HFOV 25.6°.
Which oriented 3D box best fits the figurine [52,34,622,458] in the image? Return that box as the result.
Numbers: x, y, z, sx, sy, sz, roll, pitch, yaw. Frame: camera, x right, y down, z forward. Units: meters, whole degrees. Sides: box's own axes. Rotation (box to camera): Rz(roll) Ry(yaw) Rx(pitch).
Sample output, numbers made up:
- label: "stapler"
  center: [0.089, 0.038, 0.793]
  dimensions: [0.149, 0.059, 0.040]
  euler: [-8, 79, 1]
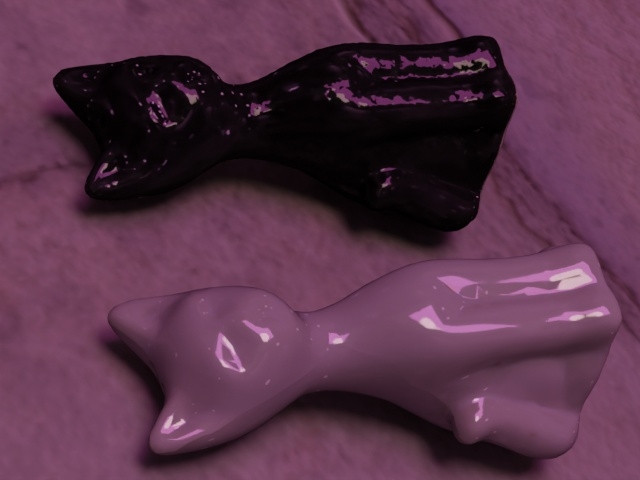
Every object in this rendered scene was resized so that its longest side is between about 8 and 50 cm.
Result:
- label: "figurine"
  center: [0.000, 0.000, 0.622]
  dimensions: [0.210, 0.092, 0.214]
  euler: [-1, 52, -23]
